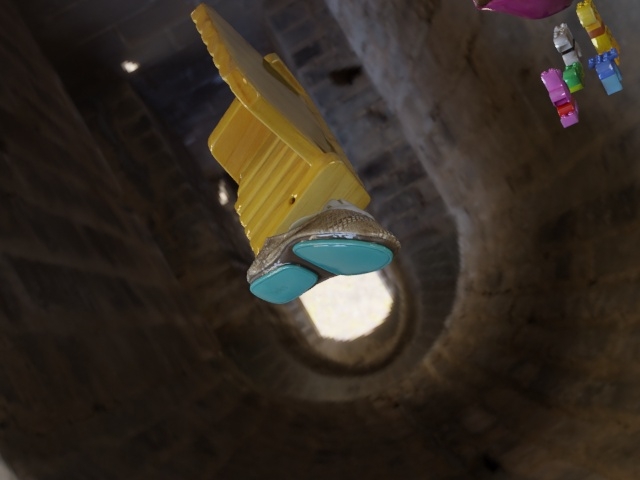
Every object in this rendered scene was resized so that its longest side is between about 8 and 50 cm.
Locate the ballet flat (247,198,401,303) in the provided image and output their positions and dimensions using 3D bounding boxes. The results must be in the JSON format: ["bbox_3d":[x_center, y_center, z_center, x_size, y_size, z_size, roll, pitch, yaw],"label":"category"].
[{"bbox_3d":[0.000,0.000,0.846,0.206,0.073,0.067,-21,-133,54],"label":"ballet flat"}]

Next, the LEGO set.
[{"bbox_3d":[0.340,-0.251,1.303,0.087,0.093,0.227,-23,-156,27],"label":"LEGO set"}]

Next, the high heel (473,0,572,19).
[{"bbox_3d":[0.150,-0.267,0.853,0.181,0.127,0.377,-15,165,30],"label":"high heel"}]

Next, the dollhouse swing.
[{"bbox_3d":[-0.132,-0.152,1.638,0.305,0.347,0.315,21,117,-36],"label":"dollhouse swing"}]
